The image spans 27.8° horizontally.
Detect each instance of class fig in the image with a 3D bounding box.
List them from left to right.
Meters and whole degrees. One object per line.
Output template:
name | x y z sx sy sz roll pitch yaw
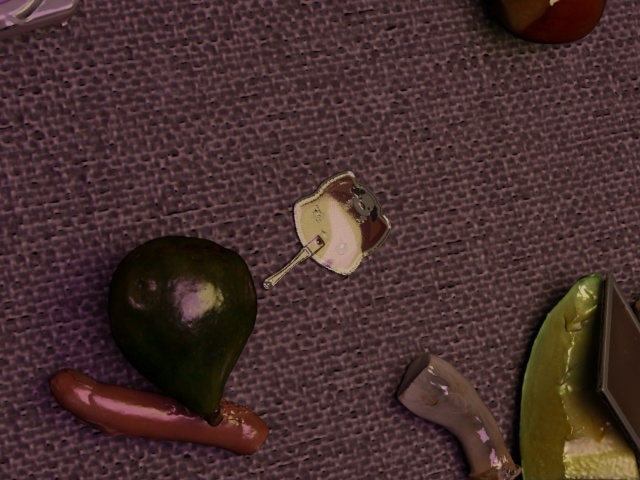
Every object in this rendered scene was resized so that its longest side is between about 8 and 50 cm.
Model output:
fig | -0.168 0.117 1.664 0.195 0.195 0.245 -12 73 -20

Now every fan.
fan | 0.000 0.000 1.837 0.220 0.009 0.132 -41 96 -19

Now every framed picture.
framed picture | 0.455 0.208 1.868 0.274 0.017 0.217 54 37 -35

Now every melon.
melon | 0.390 0.216 1.897 0.196 0.124 0.323 5 77 -18

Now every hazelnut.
hazelnut | 0.334 -0.392 1.902 0.181 0.181 0.212 -17 80 1

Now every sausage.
sausage | -0.211 0.229 1.709 0.304 0.078 0.078 14 81 -19

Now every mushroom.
mushroom | 0.204 0.260 1.850 0.223 0.081 0.092 50 54 -11

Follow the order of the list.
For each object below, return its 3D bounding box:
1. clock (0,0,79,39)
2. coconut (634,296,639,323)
clock | -0.448 -0.377 1.674 0.228 0.090 0.248 -21 91 -20
coconut | 0.550 0.118 1.964 0.116 0.116 0.122 -44 96 -17
